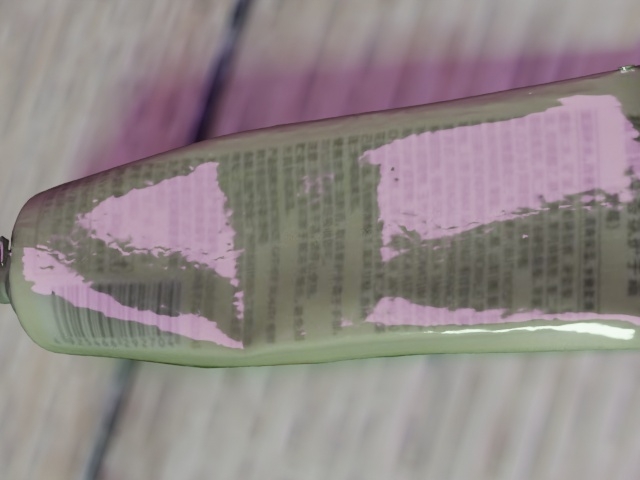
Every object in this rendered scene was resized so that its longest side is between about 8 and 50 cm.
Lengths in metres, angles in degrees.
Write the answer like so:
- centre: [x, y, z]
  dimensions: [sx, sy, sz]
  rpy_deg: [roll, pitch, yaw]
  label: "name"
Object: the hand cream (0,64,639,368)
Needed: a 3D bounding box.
- centre: [0.000, 0.000, 0.345]
  dimensions: [0.165, 0.037, 0.057]
  rpy_deg: [-6, 72, 25]
  label: "hand cream"
